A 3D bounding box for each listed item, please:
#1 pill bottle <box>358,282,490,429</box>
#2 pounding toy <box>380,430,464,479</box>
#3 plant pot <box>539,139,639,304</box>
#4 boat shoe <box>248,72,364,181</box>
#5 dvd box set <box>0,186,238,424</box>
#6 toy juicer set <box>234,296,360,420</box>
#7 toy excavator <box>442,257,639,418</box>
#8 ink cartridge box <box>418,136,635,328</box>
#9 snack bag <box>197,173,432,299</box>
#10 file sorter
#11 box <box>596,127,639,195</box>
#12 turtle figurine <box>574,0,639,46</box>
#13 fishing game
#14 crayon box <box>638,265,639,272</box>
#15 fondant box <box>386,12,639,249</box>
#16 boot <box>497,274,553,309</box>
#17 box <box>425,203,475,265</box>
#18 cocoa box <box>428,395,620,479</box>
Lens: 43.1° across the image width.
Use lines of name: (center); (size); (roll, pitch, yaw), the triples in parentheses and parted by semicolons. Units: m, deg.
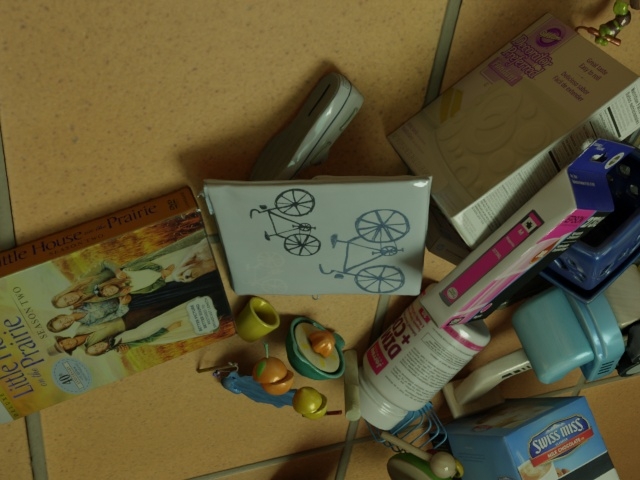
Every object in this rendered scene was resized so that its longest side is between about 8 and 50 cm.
pill bottle: (0.187, 0.236, 1.614); (0.160, 0.160, 0.283); (25, 113, -40)
pounding toy: (0.240, 0.483, 1.731); (0.110, 0.183, 0.237); (-42, 137, -29)
plant pot: (0.463, -0.040, 1.441); (0.236, 0.236, 0.212); (-40, 145, -16)
boat shoe: (-0.016, -0.144, 1.227); (0.075, 0.083, 0.226); (27, 111, -40)
dvd box set: (-0.362, 0.111, 1.285); (0.420, 0.062, 0.308); (-20, 134, -11)
toy juicer set: (0.000, 0.229, 1.475); (0.329, 0.209, 0.089); (25, 122, -40)
toy excavator: (0.460, 0.221, 1.679); (0.445, 0.222, 0.433); (-20, 156, 3)
ink cartridge box: (0.327, -0.004, 1.237); (0.175, 0.069, 0.371); (-1, 139, -53)
snack bag: (0.000, 0.000, 1.292); (0.342, 0.037, 0.323); (-1, 146, 4)
file sorter: (0.188, 0.406, 1.805); (0.118, 0.104, 0.170); (-41, 134, 9)
box: (0.631, -0.192, 1.545); (0.183, 0.056, 0.231); (2, 127, -28)
turtle figurine: (0.497, -0.370, 1.238); (0.087, 0.217, 0.270); (-42, 150, -28)
fishing game: (-0.097, 0.279, 1.533); (0.264, 0.041, 0.189); (27, 153, -25)
crayon box: (0.756, 0.010, 1.684); (0.081, 0.202, 0.319); (14, 121, -37)
fondant box: (0.296, -0.175, 1.254); (0.330, 0.238, 0.096); (-37, 133, 6)
boot: (0.381, 0.036, 1.614); (0.189, 0.076, 0.208); (-33, 129, 0)
box: (0.248, 0.007, 1.427); (0.186, 0.145, 0.038); (26, 112, -24)
cocoa box: (0.441, 0.490, 1.796); (0.231, 0.228, 0.347); (-19, 175, -22)
